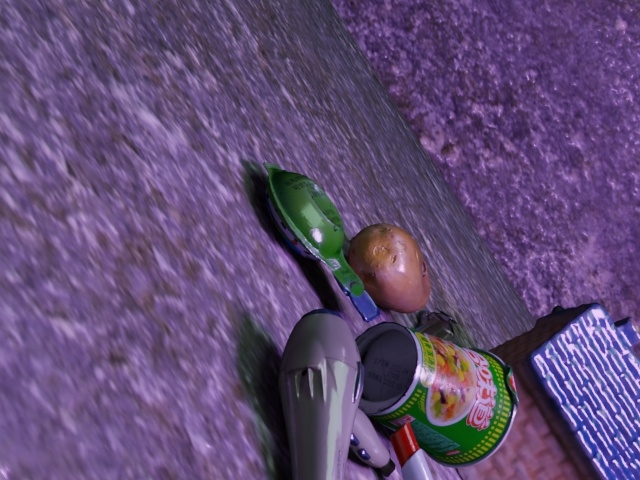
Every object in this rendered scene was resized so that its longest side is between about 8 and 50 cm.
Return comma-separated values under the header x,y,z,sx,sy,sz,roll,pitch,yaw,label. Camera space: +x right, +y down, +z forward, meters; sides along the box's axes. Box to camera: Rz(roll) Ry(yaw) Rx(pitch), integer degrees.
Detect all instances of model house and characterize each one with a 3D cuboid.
x,y,z,sx,sy,sz,roll,pitch,yaw,label
0.487,0.331,1.701,0.395,0.400,0.445,56,18,2,model house

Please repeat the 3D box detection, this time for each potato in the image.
x,y,z,sx,sy,sz,roll,pitch,yaw,label
0.132,0.051,1.650,0.150,0.146,0.234,-66,154,-14,potato

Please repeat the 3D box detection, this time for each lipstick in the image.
x,y,z,sx,sy,sz,roll,pitch,yaw,label
0.160,0.394,1.246,0.061,0.068,0.274,13,54,-66,lipstick

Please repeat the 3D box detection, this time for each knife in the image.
x,y,z,sx,sy,sz,roll,pitch,yaw,label
0.201,0.195,1.752,0.089,0.043,0.365,27,15,16,knife

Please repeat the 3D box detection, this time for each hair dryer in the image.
x,y,z,sx,sy,sz,roll,pitch,yaw,label
0.026,0.274,1.118,0.298,0.118,0.296,64,21,-21,hair dryer

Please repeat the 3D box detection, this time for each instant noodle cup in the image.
x,y,z,sx,sy,sz,roll,pitch,yaw,label
0.164,0.228,1.378,0.232,0.207,0.207,31,31,-39,instant noodle cup

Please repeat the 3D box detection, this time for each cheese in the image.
x,y,z,sx,sy,sz,roll,pitch,yaw,label
0.000,0.000,1.479,0.320,0.083,0.204,58,16,8,cheese
